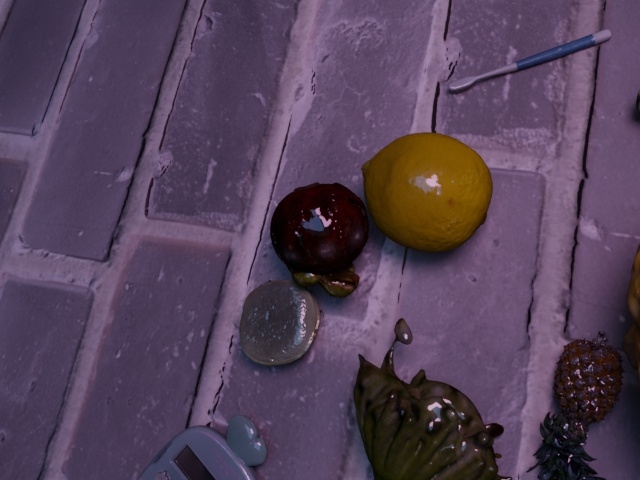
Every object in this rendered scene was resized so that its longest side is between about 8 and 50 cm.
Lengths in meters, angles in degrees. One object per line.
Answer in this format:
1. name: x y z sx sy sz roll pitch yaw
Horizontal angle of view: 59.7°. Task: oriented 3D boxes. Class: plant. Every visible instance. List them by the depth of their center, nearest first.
1. plant: 0.100 0.318 0.791 0.251 0.180 0.334 36 112 13

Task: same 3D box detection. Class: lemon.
1. lemon: 0.155 -0.074 0.833 0.203 0.178 0.178 23 80 2

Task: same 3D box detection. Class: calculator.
1. calculator: -0.193 0.399 0.857 0.185 0.041 0.299 41 89 20

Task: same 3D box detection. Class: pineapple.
1. pineapple: 0.355 0.229 0.749 0.103 0.083 0.222 16 81 18

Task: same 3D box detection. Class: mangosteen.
1. mangosteen: 0.000 0.000 0.868 0.166 0.166 0.180 -4 96 13

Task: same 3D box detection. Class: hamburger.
1. hamburger: -0.064 0.129 0.893 0.133 0.062 0.140 -2 75 17

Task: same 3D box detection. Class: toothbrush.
1. toothbrush: 0.349 -0.299 0.940 0.275 0.025 0.019 -18 76 6

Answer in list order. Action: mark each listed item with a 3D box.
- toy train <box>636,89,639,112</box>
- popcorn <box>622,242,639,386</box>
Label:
1. toy train: 0.603 -0.207 0.766 0.285 0.177 0.116 8 75 16
2. popcorn: 0.524 0.116 0.594 0.343 0.354 0.390 -4 117 13
